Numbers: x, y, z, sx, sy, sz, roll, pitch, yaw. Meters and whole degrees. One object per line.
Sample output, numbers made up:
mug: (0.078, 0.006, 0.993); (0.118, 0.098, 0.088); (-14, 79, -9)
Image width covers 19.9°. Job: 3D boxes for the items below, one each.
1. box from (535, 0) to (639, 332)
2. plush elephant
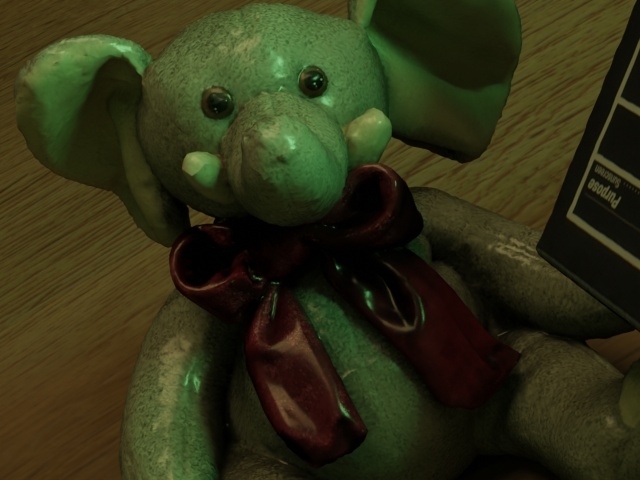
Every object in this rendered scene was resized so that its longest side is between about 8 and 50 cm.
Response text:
box: (0.264, -0.058, 0.660); (0.183, 0.294, 0.296); (14, 16, -28)
plush elephant: (0.000, 0.000, 0.868); (0.272, 0.255, 0.330); (-24, 25, 0)
